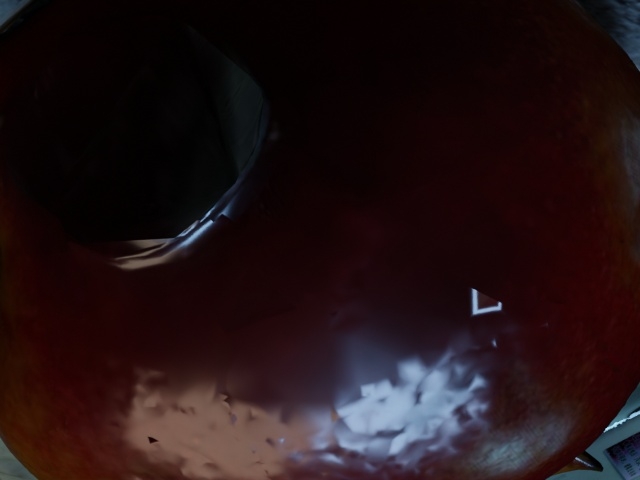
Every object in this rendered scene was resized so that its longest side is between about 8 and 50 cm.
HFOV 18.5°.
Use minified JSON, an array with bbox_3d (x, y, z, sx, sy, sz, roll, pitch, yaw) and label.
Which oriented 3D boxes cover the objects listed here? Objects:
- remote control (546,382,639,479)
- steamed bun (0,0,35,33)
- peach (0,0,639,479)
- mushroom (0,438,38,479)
[{"bbox_3d":[0.206,0.159,1.509,0.296,0.056,0.140,-28,148,8],"label":"remote control"},{"bbox_3d":[-0.307,-0.169,0.995,0.309,0.309,0.309,16,160,6],"label":"steamed bun"},{"bbox_3d":[-0.019,-0.005,1.046,0.405,0.335,0.310,-6,155,17],"label":"peach"},{"bbox_3d":[-0.150,0.028,1.446,0.314,0.314,0.336,38,-179,-44],"label":"mushroom"}]
